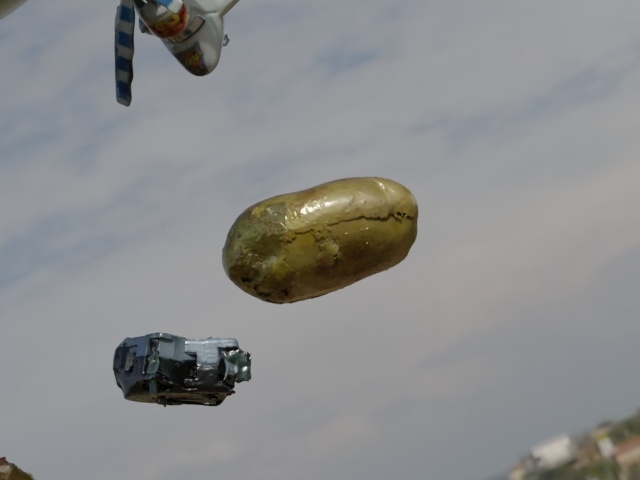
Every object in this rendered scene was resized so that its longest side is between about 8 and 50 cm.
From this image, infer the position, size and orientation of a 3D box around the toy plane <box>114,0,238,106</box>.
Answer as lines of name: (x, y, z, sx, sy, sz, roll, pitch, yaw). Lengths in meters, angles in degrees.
toy plane: (-0.136, -0.246, 1.196, 0.182, 0.273, 0.107, -36, -7, 28)

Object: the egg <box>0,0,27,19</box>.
egg: (-0.265, -0.223, 1.016, 0.230, 0.230, 0.371, -29, 14, 28)

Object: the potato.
potato: (0.000, 0.000, 1.429, 0.170, 0.080, 0.107, -17, -31, -10)

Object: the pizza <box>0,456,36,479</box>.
pizza: (-0.157, 0.282, 1.168, 0.251, 0.288, 0.074, 9, -24, -34)

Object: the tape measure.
tape measure: (-0.105, 0.095, 1.238, 0.091, 0.054, 0.094, 6, -13, -21)
